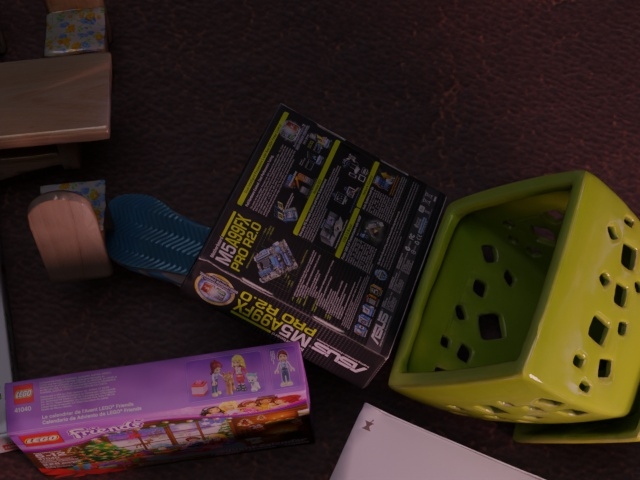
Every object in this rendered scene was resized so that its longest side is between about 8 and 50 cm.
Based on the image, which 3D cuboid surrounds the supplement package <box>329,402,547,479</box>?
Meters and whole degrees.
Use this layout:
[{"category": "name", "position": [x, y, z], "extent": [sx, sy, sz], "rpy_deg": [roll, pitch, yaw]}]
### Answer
[{"category": "supplement package", "position": [0.122, 0.318, 1.570], "extent": [0.261, 0.145, 0.204], "rpy_deg": [22, 70, 12]}]

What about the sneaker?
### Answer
[{"category": "sneaker", "position": [-0.148, 0.018, 1.737], "extent": [0.228, 0.092, 0.087], "rpy_deg": [20, 72, 22]}]

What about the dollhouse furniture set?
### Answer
[{"category": "dollhouse furniture set", "position": [-0.426, -0.159, 1.687], "extent": [0.394, 0.256, 0.362], "rpy_deg": [-6, 54, 1]}]

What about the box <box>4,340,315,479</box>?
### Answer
[{"category": "box", "position": [-0.156, 0.178, 1.610], "extent": [0.293, 0.201, 0.057], "rpy_deg": [-8, 68, 0]}]

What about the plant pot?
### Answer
[{"category": "plant pot", "position": [0.236, 0.086, 1.601], "extent": [0.207, 0.227, 0.228], "rpy_deg": [32, 67, -26]}]

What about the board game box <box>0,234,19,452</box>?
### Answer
[{"category": "board game box", "position": [-0.438, 0.096, 1.735], "extent": [0.193, 0.053, 0.305], "rpy_deg": [-11, 68, -3]}]

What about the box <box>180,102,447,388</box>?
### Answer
[{"category": "box", "position": [0.000, 0.000, 1.661], "extent": [0.216, 0.060, 0.270], "rpy_deg": [28, 44, -4]}]
